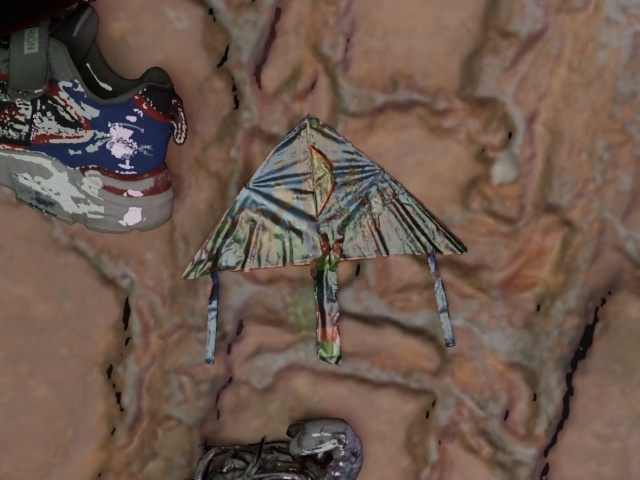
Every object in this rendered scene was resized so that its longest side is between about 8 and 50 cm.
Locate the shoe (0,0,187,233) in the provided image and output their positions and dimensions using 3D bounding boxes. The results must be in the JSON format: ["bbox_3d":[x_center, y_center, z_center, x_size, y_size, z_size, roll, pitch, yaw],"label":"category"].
[{"bbox_3d":[-0.179,-0.096,1.148,0.227,0.099,0.125,25,112,-2],"label":"shoe"}]

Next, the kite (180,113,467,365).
[{"bbox_3d":[0.000,0.000,1.189,0.183,0.010,0.160,-5,97,6],"label":"kite"}]

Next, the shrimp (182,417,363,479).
[{"bbox_3d":[-0.051,0.157,1.204,0.165,0.056,0.065,-15,114,1],"label":"shrimp"}]

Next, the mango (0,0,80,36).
[{"bbox_3d":[-0.166,-0.234,1.095,0.287,0.152,0.201,-21,98,13],"label":"mango"}]
